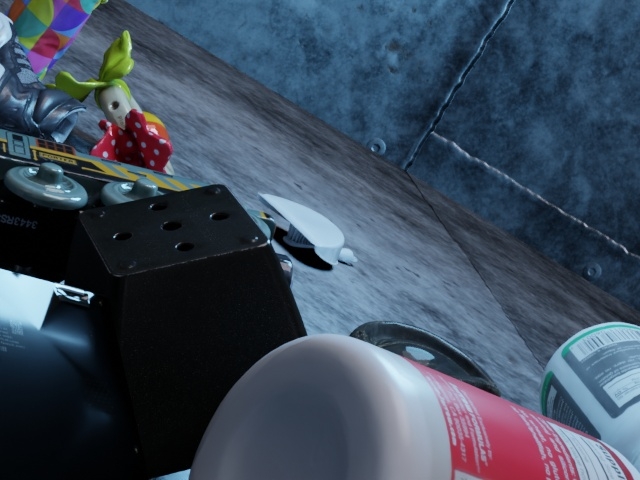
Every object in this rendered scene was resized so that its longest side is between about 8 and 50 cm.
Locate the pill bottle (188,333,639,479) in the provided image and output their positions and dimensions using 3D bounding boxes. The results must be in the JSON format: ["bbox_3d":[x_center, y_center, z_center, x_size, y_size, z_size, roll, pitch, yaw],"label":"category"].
[{"bbox_3d":[0.115,0.234,1.245,0.407,0.229,0.229,25,13,-38],"label":"pill bottle"}]

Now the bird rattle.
[{"bbox_3d":[-0.243,-0.147,2.156,0.253,0.143,0.207,51,-1,33],"label":"bird rattle"}]

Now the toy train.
[{"bbox_3d":[-0.191,-0.012,1.533,0.334,0.142,0.190,12,20,-18],"label":"toy train"}]

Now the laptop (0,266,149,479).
[{"bbox_3d":[-0.340,0.101,1.082,0.382,0.236,0.408,19,46,-50],"label":"laptop"}]

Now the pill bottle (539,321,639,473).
[{"bbox_3d":[0.428,0.260,2.094,0.204,0.204,0.361,30,12,-18],"label":"pill bottle"}]

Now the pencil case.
[{"bbox_3d":[-0.363,-0.293,2.166,0.104,0.236,0.104,39,16,-13],"label":"pencil case"}]

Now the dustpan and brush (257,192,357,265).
[{"bbox_3d":[0.000,0.000,2.432,0.211,0.060,0.147,9,27,-50],"label":"dustpan and brush"}]

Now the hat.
[{"bbox_3d":[0.100,0.170,1.740,0.331,0.134,0.331,32,10,-6],"label":"hat"}]

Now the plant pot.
[{"bbox_3d":[-0.112,0.062,1.301,0.187,0.167,0.188,-12,29,-16],"label":"plant pot"}]

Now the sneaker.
[{"bbox_3d":[-0.374,-0.184,2.012,0.153,0.101,0.268,31,20,-19],"label":"sneaker"}]
